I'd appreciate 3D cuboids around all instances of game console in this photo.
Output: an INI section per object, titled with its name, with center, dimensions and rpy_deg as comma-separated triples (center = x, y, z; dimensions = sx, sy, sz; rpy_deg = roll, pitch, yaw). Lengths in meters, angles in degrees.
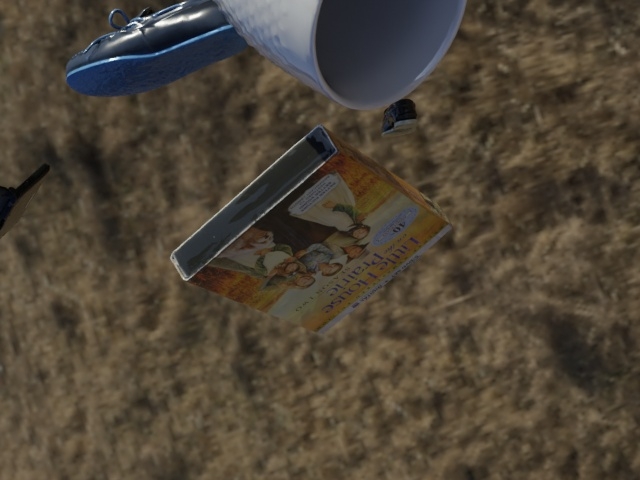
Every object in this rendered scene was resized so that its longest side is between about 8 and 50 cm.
[game console]
center = -0.380, -0.047, 1.438
dimensions = 0.071, 0.107, 0.122
rpy_deg = 40, 134, -4

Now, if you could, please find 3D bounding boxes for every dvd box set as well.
[dvd box set]
center = 0.000, 0.000, 1.989
dimensions = 0.307, 0.420, 0.062
rpy_deg = -40, 60, 13

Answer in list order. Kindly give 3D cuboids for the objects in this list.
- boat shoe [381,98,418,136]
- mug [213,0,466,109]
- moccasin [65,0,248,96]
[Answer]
[boat shoe]
center = 0.117, -0.180, 1.881
dimensions = 0.133, 0.049, 0.042
rpy_deg = 134, 127, -80
[mug]
center = -0.021, -0.397, 1.700
dimensions = 0.328, 0.276, 0.374
rpy_deg = 37, 163, 38
[moccasin]
center = -0.275, -0.341, 2.172
dimensions = 0.138, 0.342, 0.117
rpy_deg = 55, -156, -64
